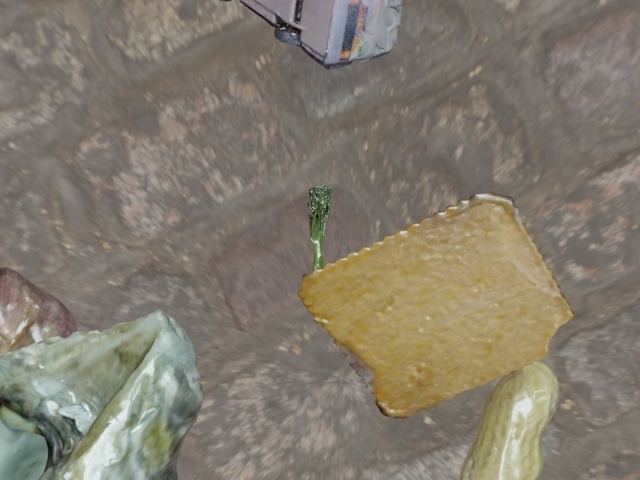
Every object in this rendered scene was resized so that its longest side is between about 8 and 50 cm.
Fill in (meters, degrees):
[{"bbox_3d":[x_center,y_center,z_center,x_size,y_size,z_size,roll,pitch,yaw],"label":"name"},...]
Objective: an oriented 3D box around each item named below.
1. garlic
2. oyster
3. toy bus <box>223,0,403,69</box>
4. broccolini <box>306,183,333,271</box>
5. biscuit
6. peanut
[{"bbox_3d":[-0.416,0.122,1.636,0.245,0.245,0.160,1,43,1],"label":"garlic"},{"bbox_3d":[-0.087,0.151,0.457,0.087,0.199,0.252,-9,92,-19],"label":"oyster"},{"bbox_3d":[-0.032,-0.326,1.630,0.138,0.317,0.112,-11,128,-32],"label":"toy bus"},{"bbox_3d":[0.000,0.000,1.617,0.030,0.035,0.140,2,89,-21],"label":"broccolini"},{"bbox_3d":[0.125,0.073,1.340,0.237,0.013,0.232,-25,124,14],"label":"biscuit"},{"bbox_3d":[0.248,0.256,1.702,0.098,0.090,0.214,19,96,16],"label":"peanut"}]
